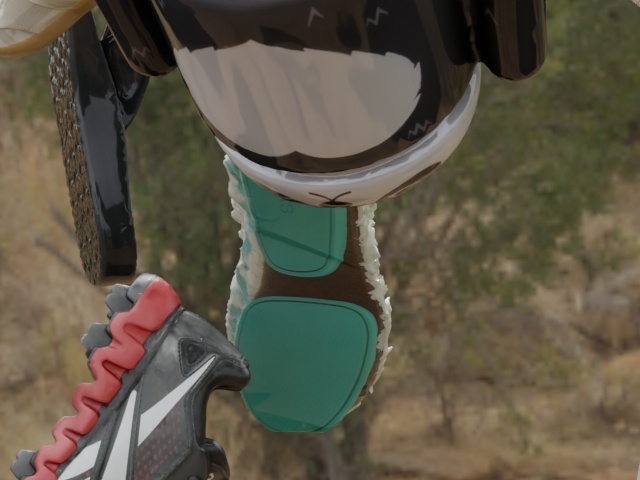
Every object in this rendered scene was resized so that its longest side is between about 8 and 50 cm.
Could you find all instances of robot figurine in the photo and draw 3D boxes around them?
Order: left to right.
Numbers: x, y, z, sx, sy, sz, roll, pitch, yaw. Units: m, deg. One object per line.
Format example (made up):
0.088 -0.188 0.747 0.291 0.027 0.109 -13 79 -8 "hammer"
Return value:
-0.005 -0.135 0.823 0.173 0.278 0.209 -40 57 -13 "robot figurine"

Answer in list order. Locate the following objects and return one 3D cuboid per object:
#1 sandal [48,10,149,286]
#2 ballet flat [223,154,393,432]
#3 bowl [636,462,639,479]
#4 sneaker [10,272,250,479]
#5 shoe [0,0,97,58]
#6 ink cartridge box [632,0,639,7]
-0.225 -0.176 1.616 0.107 0.446 0.167 -8 4 -20 "sandal"
0.000 0.000 1.248 0.147 0.409 0.147 2 49 -2 "ballet flat"
0.284 0.164 0.909 0.156 0.289 0.289 3 4 -15 "bowl"
-0.140 0.166 1.044 0.135 0.276 0.097 29 -10 0 "sneaker"
-0.178 -0.189 1.076 0.219 0.058 0.076 -16 33 43 "shoe"
0.266 -0.285 1.007 0.384 0.160 0.279 26 -13 -36 "ink cartridge box"
